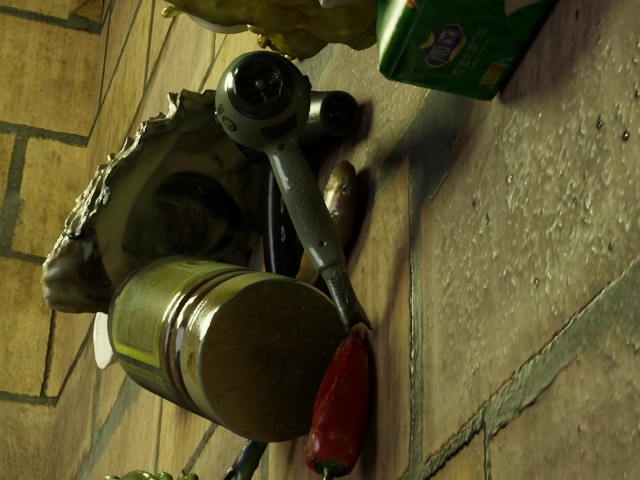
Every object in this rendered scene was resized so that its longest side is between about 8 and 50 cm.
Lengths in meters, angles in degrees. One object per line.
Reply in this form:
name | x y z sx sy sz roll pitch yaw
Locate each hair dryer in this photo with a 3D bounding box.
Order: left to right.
hair dryer | -0.027 -0.053 1.561 0.229 0.092 0.267 -123 12 -78
hair dryer | -0.024 -0.032 1.752 0.235 0.091 0.271 179 90 -65

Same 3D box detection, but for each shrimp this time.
shrimp | 0.000 0.000 1.645 0.099 0.041 0.180 -101 26 -57

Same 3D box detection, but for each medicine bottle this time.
medicine bottle | -0.101 0.097 1.646 0.322 0.151 0.151 -170 91 -66

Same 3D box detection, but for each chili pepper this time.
chili pepper | 0.018 0.153 1.454 0.059 0.050 0.191 114 172 -50

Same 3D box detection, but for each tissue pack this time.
tissue pack | 0.094 -0.234 1.240 0.209 0.156 0.148 117 160 -50

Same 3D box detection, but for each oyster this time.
oyster | -0.169 -0.040 1.851 0.115 0.351 0.238 18 143 46

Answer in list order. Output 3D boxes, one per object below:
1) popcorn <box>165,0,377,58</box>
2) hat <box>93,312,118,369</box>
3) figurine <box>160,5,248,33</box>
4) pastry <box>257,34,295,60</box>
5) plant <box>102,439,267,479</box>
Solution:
popcorn | -0.021 -0.293 1.469 0.274 0.279 0.335 -34 24 10
hat | -0.229 0.088 2.271 0.203 0.126 0.203 -169 90 -75
figurine | -0.110 -0.334 2.068 0.189 0.142 0.263 -36 1 -10
pastry | -0.041 -0.264 1.952 0.097 0.057 0.109 -92 20 -44
plant | -0.168 0.286 1.745 0.333 0.180 0.251 116 171 -52
